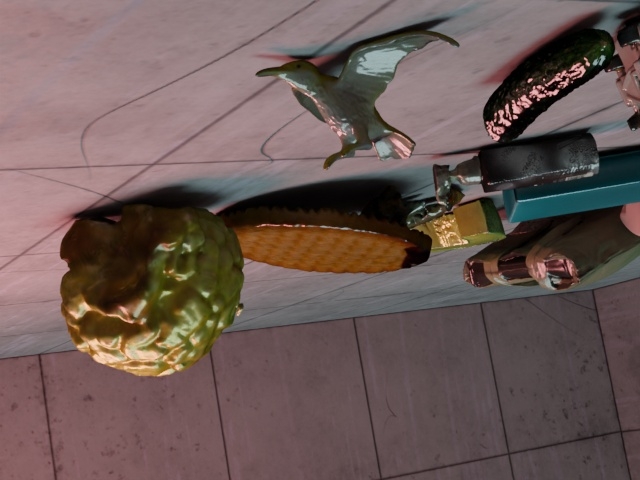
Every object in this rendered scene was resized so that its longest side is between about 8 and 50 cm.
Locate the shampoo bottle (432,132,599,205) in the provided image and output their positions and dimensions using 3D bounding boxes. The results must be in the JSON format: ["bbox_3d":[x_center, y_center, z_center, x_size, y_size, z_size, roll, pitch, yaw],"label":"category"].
[{"bbox_3d":[0.245,-0.091,1.567,0.208,0.063,0.057,-9,162,0],"label":"shampoo bottle"}]

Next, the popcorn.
[{"bbox_3d":[-0.213,0.046,1.569,0.237,0.205,0.251,5,139,-1],"label":"popcorn"}]

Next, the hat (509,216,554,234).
[{"bbox_3d":[0.352,-0.039,2.078,0.087,0.042,0.058,-24,-179,-11],"label":"hat"}]

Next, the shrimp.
[{"bbox_3d":[0.136,-0.044,1.810,0.173,0.058,0.253,-15,172,-7],"label":"shrimp"}]

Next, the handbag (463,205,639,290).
[{"bbox_3d":[0.418,0.013,2.095,0.253,0.109,0.316,-26,-169,-31],"label":"handbag"}]

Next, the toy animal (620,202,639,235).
[{"bbox_3d":[0.586,-0.069,1.954,0.213,0.124,0.124,-14,173,-15],"label":"toy animal"}]

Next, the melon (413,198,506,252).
[{"bbox_3d":[0.228,-0.020,2.037,0.118,0.064,0.209,-3,172,-44],"label":"melon"}]

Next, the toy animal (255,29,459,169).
[{"bbox_3d":[0.017,-0.113,1.064,0.155,0.095,0.219,-8,172,-39],"label":"toy animal"}]

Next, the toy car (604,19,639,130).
[{"bbox_3d":[0.330,-0.159,1.123,0.112,0.112,0.139,-25,-178,-1],"label":"toy car"}]

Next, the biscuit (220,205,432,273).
[{"bbox_3d":[0.000,0.000,1.752,0.318,0.040,0.318,4,167,1],"label":"biscuit"}]

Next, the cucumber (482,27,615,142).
[{"bbox_3d":[0.214,-0.150,1.156,0.052,0.058,0.215,-1,167,-16],"label":"cucumber"}]

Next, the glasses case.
[{"bbox_3d":[0.416,-0.092,1.767,0.301,0.070,0.117,-8,165,-1],"label":"glasses case"}]
